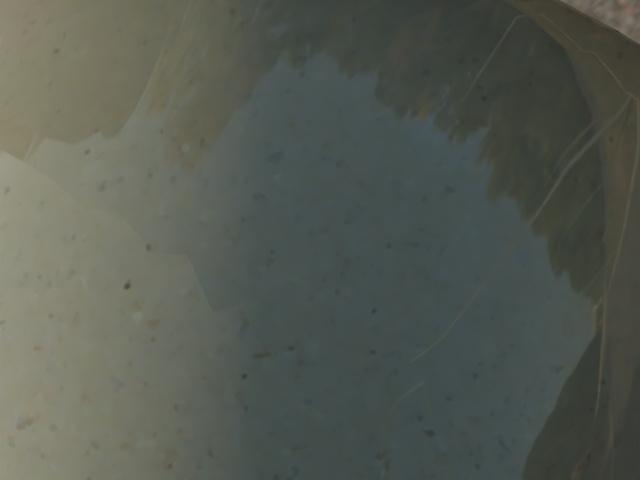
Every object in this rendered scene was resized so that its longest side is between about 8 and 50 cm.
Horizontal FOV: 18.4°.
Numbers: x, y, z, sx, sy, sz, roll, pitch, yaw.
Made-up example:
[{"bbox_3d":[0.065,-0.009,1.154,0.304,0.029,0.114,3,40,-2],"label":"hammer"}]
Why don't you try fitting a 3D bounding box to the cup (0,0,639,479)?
[{"bbox_3d":[-0.022,0.093,0.607,0.331,0.237,0.331,17,152,9],"label":"cup"}]
